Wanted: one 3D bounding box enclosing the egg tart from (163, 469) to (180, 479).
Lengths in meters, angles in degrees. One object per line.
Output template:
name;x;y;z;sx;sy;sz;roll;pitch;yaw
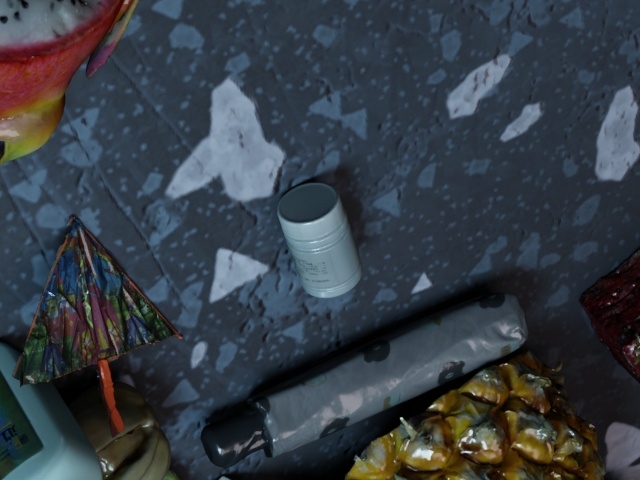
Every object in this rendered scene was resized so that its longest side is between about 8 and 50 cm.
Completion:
egg tart;-0.196;0.285;1.542;0.197;0.078;0.197;-17;126;-25

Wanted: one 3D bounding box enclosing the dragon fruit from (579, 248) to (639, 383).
dragon fruit;0.355;0.091;1.734;0.120;0.127;0.161;-33;131;1

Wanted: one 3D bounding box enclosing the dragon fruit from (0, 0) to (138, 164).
dragon fruit;-0.267;-0.176;1.078;0.291;0.290;0.189;0;150;-32

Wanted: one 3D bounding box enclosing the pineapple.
pineapple;0.170;0.286;1.596;0.344;0.286;0.209;-40;163;-4

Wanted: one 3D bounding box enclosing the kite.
kite;-0.183;0.071;1.399;0.232;0.009;0.189;-20;103;-59

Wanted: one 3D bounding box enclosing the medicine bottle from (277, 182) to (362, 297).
medicine bottle;0.000;0.000;1.487;0.058;0.058;0.091;-29;131;-13

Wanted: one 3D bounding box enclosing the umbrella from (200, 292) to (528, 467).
umbrella;0.044;0.132;1.596;0.337;0.067;0.073;-22;171;-19

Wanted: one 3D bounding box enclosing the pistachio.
pistachio;-0.196;0.189;1.452;0.149;0.113;0.113;-33;133;-27

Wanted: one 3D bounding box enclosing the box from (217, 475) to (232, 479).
box;-0.060;0.331;1.636;0.029;0.109;0.198;-35;138;-43

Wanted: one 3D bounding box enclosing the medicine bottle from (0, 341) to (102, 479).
medicine bottle;-0.242;0.189;1.345;0.121;0.229;0.083;-46;134;3
